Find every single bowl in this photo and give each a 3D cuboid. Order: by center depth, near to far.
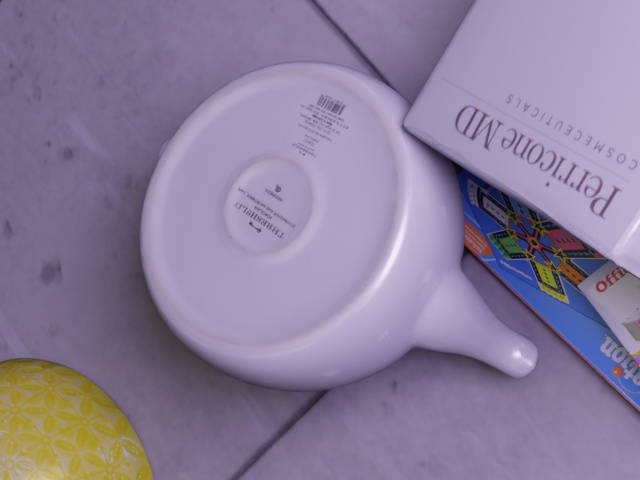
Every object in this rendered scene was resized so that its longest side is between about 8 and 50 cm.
[{"bbox_3d":[-0.302,0.251,1.105,0.289,0.156,0.290,-1,89,28],"label":"bowl"}]

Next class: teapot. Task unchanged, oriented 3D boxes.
[{"bbox_3d":[0.000,0.000,0.939,0.252,0.187,0.256,-19,67,20],"label":"teapot"}]

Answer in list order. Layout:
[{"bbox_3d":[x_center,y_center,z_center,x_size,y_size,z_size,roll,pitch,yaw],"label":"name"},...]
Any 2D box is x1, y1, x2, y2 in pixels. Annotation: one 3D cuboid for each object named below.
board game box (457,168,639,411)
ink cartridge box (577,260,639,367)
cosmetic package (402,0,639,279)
[{"bbox_3d":[0.223,0.017,0.911,0.281,0.027,0.145,46,107,21],"label":"board game box"},{"bbox_3d":[0.247,0.051,0.853,0.088,0.052,0.122,-42,70,19],"label":"ink cartridge box"},{"bbox_3d":[0.269,-0.198,0.751,0.453,0.161,0.230,-60,36,7],"label":"cosmetic package"}]
